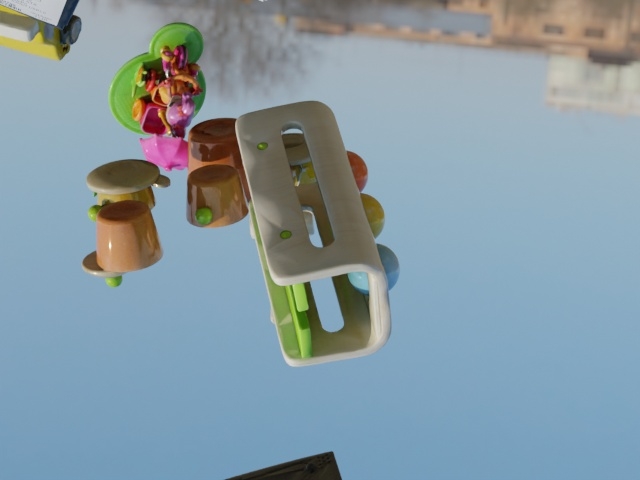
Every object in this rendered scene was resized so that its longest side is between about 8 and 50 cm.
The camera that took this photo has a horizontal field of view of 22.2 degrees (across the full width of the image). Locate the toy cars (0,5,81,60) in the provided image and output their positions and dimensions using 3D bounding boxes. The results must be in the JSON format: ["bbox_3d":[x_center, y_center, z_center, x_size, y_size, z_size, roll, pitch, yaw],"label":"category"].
[{"bbox_3d":[-0.401,-0.231,1.874,0.176,0.087,0.393,42,140,-24],"label":"toy cars"}]

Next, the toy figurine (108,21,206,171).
[{"bbox_3d":[-0.184,-0.164,2.060,0.130,0.173,0.159,12,-148,-27],"label":"toy figurine"}]

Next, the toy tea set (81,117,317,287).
[{"bbox_3d":[-0.151,-0.033,1.895,0.336,0.124,0.200,-26,-148,-35],"label":"toy tea set"}]

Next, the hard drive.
[{"bbox_3d":[-0.092,0.345,2.052,0.254,0.054,0.172,-16,-165,-3],"label":"hard drive"}]

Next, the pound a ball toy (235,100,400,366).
[{"bbox_3d":[0.000,0.000,1.729,0.135,0.208,0.319,-11,-139,-4],"label":"pound a ball toy"}]

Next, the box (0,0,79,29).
[{"bbox_3d":[-0.265,-0.335,1.147,0.293,0.296,0.073,22,157,-13],"label":"box"}]
